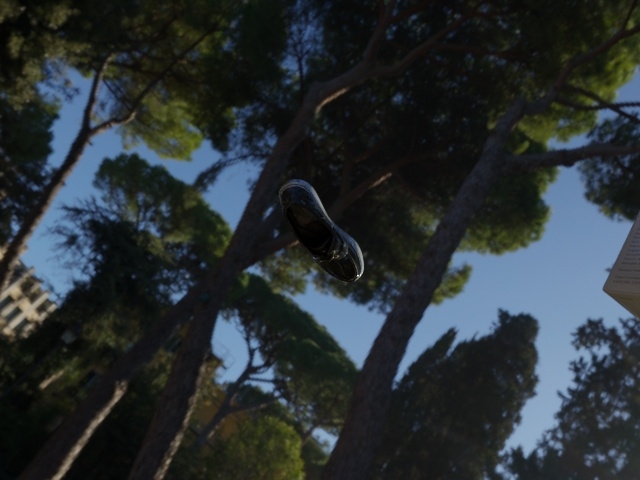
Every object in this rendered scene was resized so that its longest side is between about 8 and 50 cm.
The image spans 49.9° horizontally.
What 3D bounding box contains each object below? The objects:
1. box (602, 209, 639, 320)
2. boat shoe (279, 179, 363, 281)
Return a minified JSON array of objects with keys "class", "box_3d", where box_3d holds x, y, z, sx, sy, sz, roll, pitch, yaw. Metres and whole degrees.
[{"class":"box","box_3d":[0.426,0.053,0.687,0.181,0.119,0.182,35,-13,-20]},{"class":"boat shoe","box_3d":[0.000,0.000,0.709,0.049,0.040,0.142,-25,-56,19]}]
